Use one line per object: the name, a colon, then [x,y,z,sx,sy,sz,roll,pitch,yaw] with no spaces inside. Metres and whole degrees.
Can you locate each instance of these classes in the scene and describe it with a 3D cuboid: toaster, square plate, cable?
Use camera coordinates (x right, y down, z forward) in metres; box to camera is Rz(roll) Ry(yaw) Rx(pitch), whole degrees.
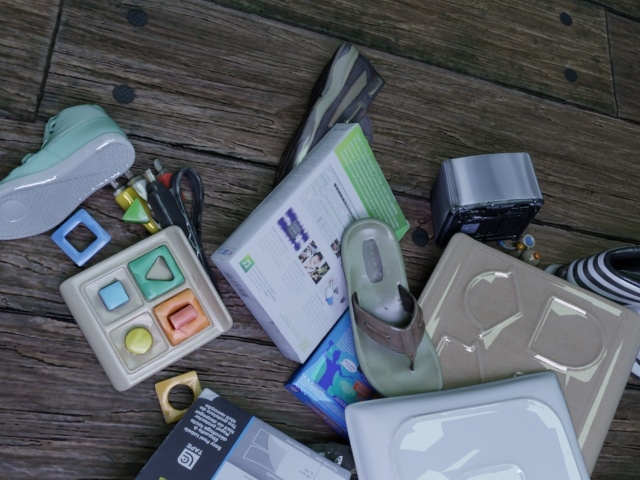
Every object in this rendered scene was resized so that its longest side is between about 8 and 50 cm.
toaster: [0.289,-0.070,1.194,0.168,0.185,0.110,-7,68,-3]
square plate: [0.233,0.363,0.909,0.344,0.049,0.347,-5,64,-15]
cable: [-0.220,0.000,1.067,0.139,0.072,0.287,-29,97,-44]

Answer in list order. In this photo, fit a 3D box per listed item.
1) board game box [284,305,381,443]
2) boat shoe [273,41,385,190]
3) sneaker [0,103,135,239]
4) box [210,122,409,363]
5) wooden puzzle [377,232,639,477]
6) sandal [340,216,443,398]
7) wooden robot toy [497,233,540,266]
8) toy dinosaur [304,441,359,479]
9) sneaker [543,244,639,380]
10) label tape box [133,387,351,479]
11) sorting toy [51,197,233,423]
board game box: [0.066,0.206,1.100,0.160,0.047,0.210,43,63,-4]
boat shoe: [0.030,-0.191,1.173,0.130,0.132,0.355,27,66,-11]
sneaker: [-0.410,-0.107,1.007,0.256,0.094,0.151,-32,48,-8]
box: [0.000,0.000,1.072,0.322,0.058,0.232,-48,127,-25]
wooden puzzle: [0.306,0.194,1.088,0.348,0.080,0.322,27,70,12]
sandal: [0.100,0.110,1.016,0.120,0.086,0.302,-17,84,-7]
wooden robot toy: [0.393,0.031,1.274,0.076,0.079,0.173,3,72,-21]
toy dinosaur: [0.033,0.349,1.013,0.268,0.064,0.118,-2,104,-8]
sneaker: [0.654,0.146,1.240,0.447,0.257,0.169,24,65,-13]
label tape box: [-0.136,0.380,0.833,0.241,0.106,0.333,28,40,8]
sorting toy: [-0.250,0.098,0.976,0.196,0.047,0.347,-30,92,-13]
